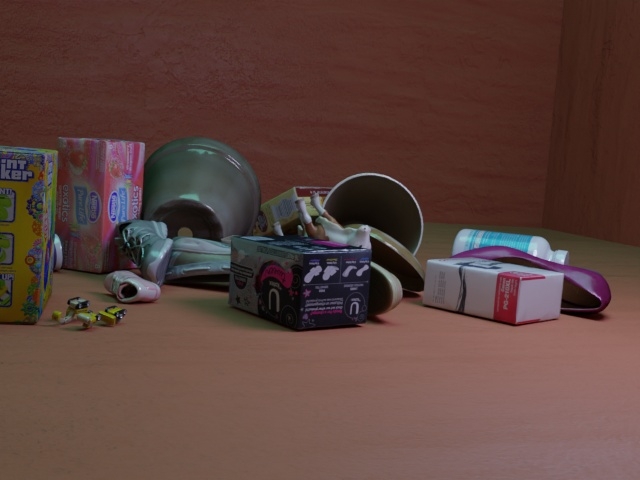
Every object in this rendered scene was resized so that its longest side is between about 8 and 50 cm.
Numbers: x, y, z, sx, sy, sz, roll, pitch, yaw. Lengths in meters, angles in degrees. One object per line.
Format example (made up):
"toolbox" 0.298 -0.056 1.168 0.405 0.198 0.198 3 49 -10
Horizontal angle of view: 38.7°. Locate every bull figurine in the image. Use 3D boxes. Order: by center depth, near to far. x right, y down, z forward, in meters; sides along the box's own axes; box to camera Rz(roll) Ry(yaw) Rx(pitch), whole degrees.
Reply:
"bull figurine" 0.000 0.000 2.031 0.101 0.189 0.310 -25 -6 -30

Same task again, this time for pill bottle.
"pill bottle" 0.454 0.056 2.181 0.264 0.146 0.146 6 6 24

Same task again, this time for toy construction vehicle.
"toy construction vehicle" -0.382 0.126 1.501 0.085 0.035 0.098 17 12 16

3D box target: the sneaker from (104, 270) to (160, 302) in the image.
"sneaker" -0.378 0.087 1.743 0.134 0.051 0.070 13 4 30

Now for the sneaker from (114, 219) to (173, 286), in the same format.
"sneaker" -0.387 0.024 1.954 0.115 0.105 0.281 13 11 -18

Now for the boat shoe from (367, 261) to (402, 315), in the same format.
"boat shoe" 0.089 0.089 1.817 0.098 0.109 0.302 2 0 -26

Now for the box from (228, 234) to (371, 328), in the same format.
"box" -0.045 0.073 1.696 0.163 0.142 0.247 -2 7 -36

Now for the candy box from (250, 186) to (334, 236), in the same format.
"candy box" -0.110 -0.050 2.476 0.316 0.088 0.182 -25 -14 38

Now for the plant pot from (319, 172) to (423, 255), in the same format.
"plant pot" 0.106 -0.013 2.326 0.256 0.257 0.274 3 -11 -7

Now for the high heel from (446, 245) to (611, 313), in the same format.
"high heel" 0.444 0.090 2.008 0.377 0.127 0.181 1 12 14

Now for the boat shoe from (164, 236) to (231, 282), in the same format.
"boat shoe" -0.177 0.067 1.951 0.320 0.103 0.118 11 -12 10

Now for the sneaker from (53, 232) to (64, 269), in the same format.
"sneaker" -0.696 0.007 2.073 0.124 0.107 0.283 -8 12 -37

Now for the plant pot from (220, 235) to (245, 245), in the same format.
"plant pot" -0.166 0.044 2.092 0.109 0.096 0.109 4 6 9

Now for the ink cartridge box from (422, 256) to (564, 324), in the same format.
"ink cartridge box" 0.357 0.100 1.900 0.237 0.100 0.171 10 8 44

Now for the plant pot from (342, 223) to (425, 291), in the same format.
"plant pot" 0.145 0.033 2.062 0.236 0.032 0.236 32 -16 10

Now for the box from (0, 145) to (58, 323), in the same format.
"box" -0.559 -0.022 1.574 0.176 0.279 0.290 3 7 -12

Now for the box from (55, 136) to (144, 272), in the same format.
"box" -0.511 -0.084 2.099 0.142 0.300 0.154 7 6 24

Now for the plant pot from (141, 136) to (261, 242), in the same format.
"plant pot" -0.316 -0.064 2.231 0.323 0.323 0.280 4 22 -1
